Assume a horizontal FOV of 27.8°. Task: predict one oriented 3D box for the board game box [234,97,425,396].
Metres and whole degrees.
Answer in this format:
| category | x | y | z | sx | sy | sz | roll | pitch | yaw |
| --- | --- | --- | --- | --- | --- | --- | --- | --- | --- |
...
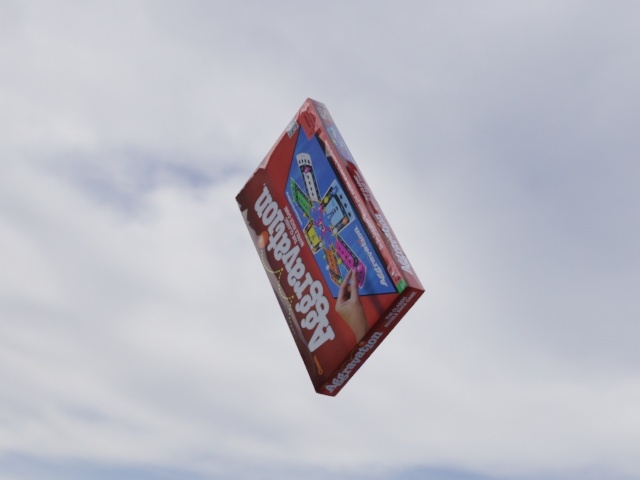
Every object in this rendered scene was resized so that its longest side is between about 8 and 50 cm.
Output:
| category | x | y | z | sx | sy | sz | roll | pitch | yaw |
| --- | --- | --- | --- | --- | --- | --- | --- | --- | --- |
| board game box | 0.000 | 0.000 | 1.256 | 0.027 | 0.281 | 0.145 | 16 | -57 | -36 |
